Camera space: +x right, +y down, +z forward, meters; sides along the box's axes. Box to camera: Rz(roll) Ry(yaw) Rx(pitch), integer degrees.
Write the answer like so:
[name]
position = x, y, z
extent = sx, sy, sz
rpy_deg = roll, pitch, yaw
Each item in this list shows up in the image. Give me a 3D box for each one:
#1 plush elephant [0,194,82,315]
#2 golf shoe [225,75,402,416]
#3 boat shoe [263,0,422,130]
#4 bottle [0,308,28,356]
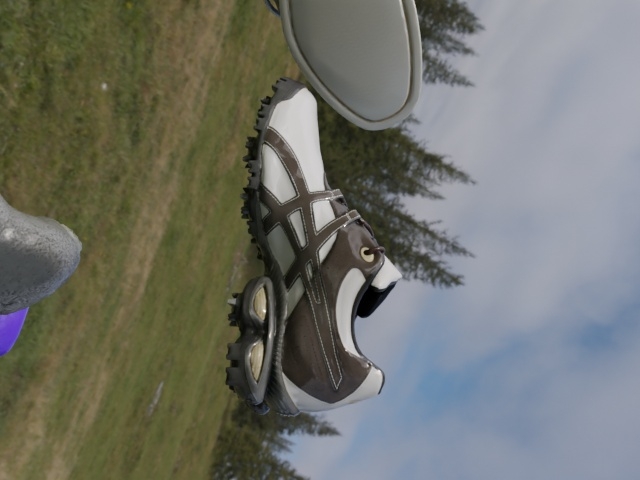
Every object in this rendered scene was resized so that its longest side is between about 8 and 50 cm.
[plush elephant]
position = -0.356, -0.073, 0.365
extent = 0.272, 0.255, 0.330
rpy_deg = -34, 135, -18
[golf shoe]
position = 0.000, 0.000, 0.377
extent = 0.077, 0.094, 0.198
rpy_deg = 72, 19, -75
[boat shoe]
position = -0.006, -0.197, 0.451
extent = 0.095, 0.254, 0.079
rpy_deg = -31, -166, 14
[bottle]
position = -0.392, 0.019, 0.542
extent = 0.092, 0.283, 0.118
rpy_deg = -5, -113, 44
